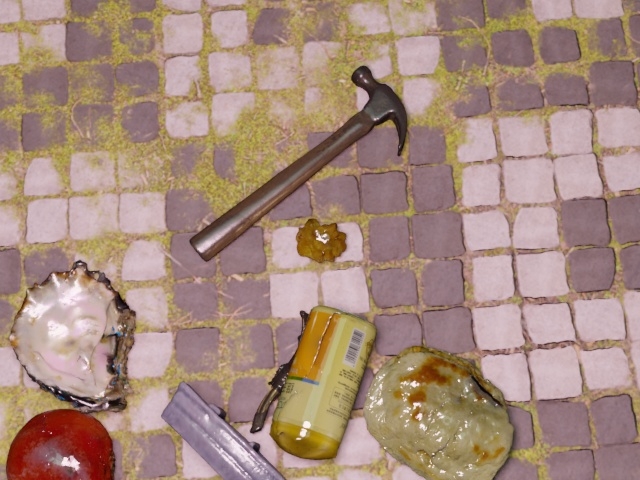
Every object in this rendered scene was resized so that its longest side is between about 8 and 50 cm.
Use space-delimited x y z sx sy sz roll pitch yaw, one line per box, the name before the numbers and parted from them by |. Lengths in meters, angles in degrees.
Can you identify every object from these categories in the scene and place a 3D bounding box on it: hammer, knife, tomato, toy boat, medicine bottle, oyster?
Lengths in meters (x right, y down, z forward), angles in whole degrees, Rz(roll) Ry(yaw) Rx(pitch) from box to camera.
hammer | -0.039 -0.116 2.000 0.440 0.044 0.168 -38 74 -8
knife | -0.056 0.219 1.910 0.046 0.021 0.222 22 71 7
tomato | -0.414 0.356 1.840 0.173 0.099 0.189 0 75 0
toy boat | -0.131 0.336 1.823 0.283 0.127 0.078 43 80 10
medicine bottle | 0.002 0.229 1.856 0.124 0.124 0.239 19 76 7
oyster | -0.389 0.165 1.907 0.198 0.092 0.259 -36 64 -9

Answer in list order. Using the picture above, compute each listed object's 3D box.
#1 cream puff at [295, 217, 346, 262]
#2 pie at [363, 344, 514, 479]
cream puff | 0.000 0.000 1.954 0.083 0.058 0.083 -36 77 -7
pie | 0.194 0.274 1.852 0.248 0.090 0.201 35 75 7
